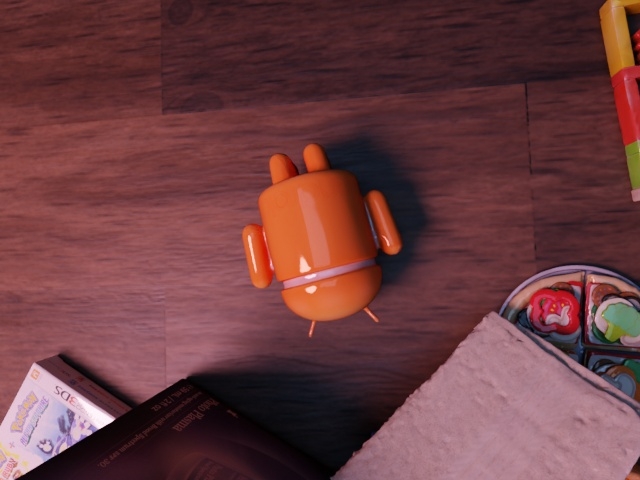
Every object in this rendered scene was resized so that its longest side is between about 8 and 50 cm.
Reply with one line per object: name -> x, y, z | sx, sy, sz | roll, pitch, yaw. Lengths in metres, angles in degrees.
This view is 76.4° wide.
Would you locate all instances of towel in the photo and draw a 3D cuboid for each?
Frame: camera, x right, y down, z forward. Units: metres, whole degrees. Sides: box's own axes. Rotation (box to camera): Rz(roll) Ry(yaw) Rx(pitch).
towel -> 0.166, 0.216, 0.408 | 0.282, 0.049, 0.187 | -39, 48, -14

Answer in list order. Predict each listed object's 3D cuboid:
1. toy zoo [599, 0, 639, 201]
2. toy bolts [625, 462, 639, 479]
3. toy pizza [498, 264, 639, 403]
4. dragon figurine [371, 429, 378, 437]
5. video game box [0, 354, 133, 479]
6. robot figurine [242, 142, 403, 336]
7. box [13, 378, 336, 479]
toy zoo -> 0.454, -0.205, 0.480 | 0.192, 0.030, 0.293 | -8, 86, 8
toy bolts -> 0.349, 0.338, 0.406 | 0.228, 0.158, 0.218 | 10, 89, 9
toy pizza -> 0.312, 0.130, 0.484 | 0.201, 0.032, 0.201 | 0, 87, 8
dragon figurine -> 0.141, 0.351, 0.472 | 0.085, 0.144, 0.289 | -23, 104, 5
video game box -> -0.361, 0.299, 0.568 | 0.187, 0.048, 0.205 | 28, 92, 11
robot figurine -> -0.002, 0.001, 0.489 | 0.158, 0.128, 0.219 | -12, 84, -32
box -> -0.123, 0.322, 0.408 | 0.294, 0.296, 0.183 | 29, 91, 8
